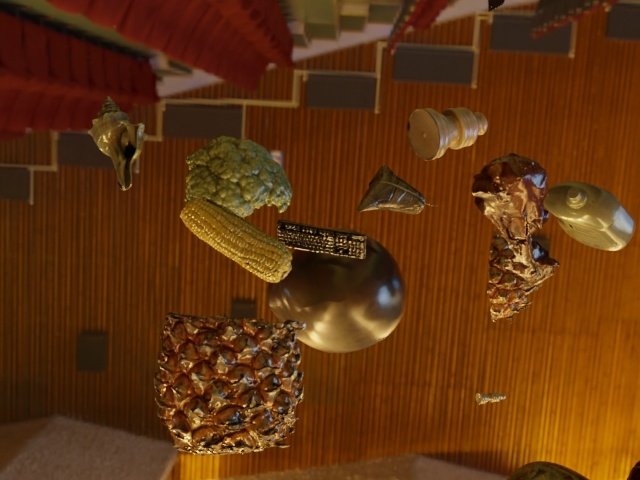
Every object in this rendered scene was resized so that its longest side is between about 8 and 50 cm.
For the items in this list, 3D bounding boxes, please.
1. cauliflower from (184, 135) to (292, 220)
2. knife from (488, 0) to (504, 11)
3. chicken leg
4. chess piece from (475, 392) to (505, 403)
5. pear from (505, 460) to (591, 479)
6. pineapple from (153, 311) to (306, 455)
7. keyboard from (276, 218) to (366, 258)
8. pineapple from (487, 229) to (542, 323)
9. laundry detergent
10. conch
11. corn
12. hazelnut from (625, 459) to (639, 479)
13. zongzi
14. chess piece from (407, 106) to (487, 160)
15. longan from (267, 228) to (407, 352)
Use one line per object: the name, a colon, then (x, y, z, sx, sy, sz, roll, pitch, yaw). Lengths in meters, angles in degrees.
cauliflower: (-0.213, -0.117, 1.797, 0.275, 0.250, 0.272, -5, -133, -30)
knife: (0.456, -0.722, 1.919, 0.019, 0.245, 0.072, 2, 173, -28)
chicken leg: (0.312, -0.028, 1.173, 0.113, 0.093, 0.304, -6, 143, 20)
chess piece: (0.518, 0.474, 2.231, 0.092, 0.035, 0.035, 0, -171, -19)
pear: (0.519, 0.631, 1.642, 0.284, 0.283, 0.283, 4, -172, -1)
pineapple: (-0.194, 0.299, 1.586, 0.353, 0.299, 0.352, -2, 173, 0)
keyboard: (0.000, 0.000, 1.823, 0.231, 0.072, 0.023, 10, -152, 15)
pineapple: (0.509, 0.121, 1.912, 0.164, 0.249, 0.140, 9, -149, 18)
laundry detergent: (0.571, -0.060, 1.593, 0.181, 0.091, 0.253, 24, 177, 37)
conch: (-0.482, -0.253, 1.820, 0.137, 0.234, 0.114, -41, 173, 13)
corn: (-0.136, -0.003, 1.222, 0.203, 0.072, 0.072, 32, -173, -3)
hazelnut: (0.699, 0.548, 1.515, 0.178, 0.177, 0.204, 11, -149, 41)
zongzi: (0.198, -0.084, 1.950, 0.189, 0.178, 0.081, 36, 142, -7)
chess piece: (0.398, -0.327, 2.189, 0.307, 0.124, 0.139, -15, -128, -42)
longan: (0.046, 0.140, 2.039, 0.405, 0.335, 0.404, 3, 164, 1)
